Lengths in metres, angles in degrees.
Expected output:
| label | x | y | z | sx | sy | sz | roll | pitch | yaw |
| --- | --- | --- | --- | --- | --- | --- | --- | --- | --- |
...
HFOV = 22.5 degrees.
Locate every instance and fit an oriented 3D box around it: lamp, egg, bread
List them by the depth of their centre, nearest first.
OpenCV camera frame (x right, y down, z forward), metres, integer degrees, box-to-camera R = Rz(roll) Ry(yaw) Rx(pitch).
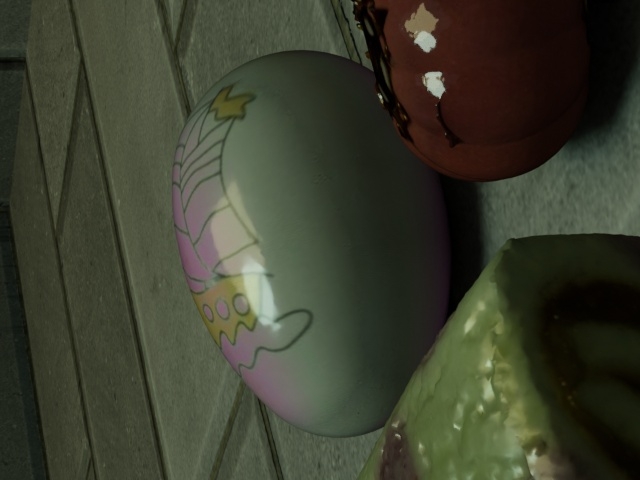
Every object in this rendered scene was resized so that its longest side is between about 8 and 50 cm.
| label | x | y | z | sx | sy | sz | roll | pitch | yaw |
| --- | --- | --- | --- | --- | --- | --- | --- | --- | --- |
| bread | 0.105 | 0.157 | 0.864 | 0.338 | 0.155 | 0.187 | 114 | 144 | -53 |
| lamp | 0.093 | -0.123 | 0.912 | 0.182 | 0.140 | 0.182 | 165 | 90 | -86 |
| egg | -0.007 | 0.001 | 1.120 | 0.196 | 0.196 | 0.271 | 145 | 127 | -69 |
